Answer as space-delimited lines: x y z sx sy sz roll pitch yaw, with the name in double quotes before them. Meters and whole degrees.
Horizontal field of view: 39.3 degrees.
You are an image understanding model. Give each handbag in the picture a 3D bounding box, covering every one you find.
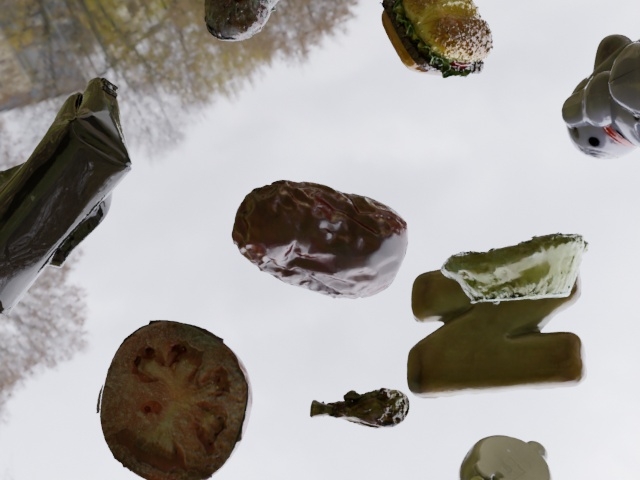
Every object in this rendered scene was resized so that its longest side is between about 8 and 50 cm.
"handbag" -0.355 -0.072 1.163 0.285 0.113 0.257 -45 -149 16

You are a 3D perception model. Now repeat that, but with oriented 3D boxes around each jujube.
"jujube" 0.000 0.000 0.628 0.129 0.077 0.077 13 -167 -28

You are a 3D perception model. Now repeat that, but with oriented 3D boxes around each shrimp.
"shrimp" -0.044 -0.243 0.755 0.073 0.075 0.190 14 -123 18

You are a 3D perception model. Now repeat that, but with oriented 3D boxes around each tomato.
"tomato" -0.185 0.216 1.208 0.224 0.225 0.085 -14 168 17

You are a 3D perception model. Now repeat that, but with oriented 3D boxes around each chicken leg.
"chicken leg" 0.070 0.293 1.584 0.178 0.093 0.070 0 -139 0

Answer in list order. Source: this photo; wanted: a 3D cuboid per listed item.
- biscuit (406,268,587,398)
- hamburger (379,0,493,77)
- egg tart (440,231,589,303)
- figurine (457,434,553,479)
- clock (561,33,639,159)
"biscuit" 0.280 0.137 1.456 0.290 0.062 0.237 -7 -124 24
"hamburger" 0.163 -0.271 1.165 0.165 0.137 0.087 -10 158 -48
"egg tart" 0.241 0.039 1.118 0.197 0.078 0.197 -6 174 -1
"figurine" 0.218 0.382 1.212 0.127 0.236 0.155 31 -143 20
"clock" 0.397 -0.173 1.101 0.188 0.189 0.254 -33 -170 -17
